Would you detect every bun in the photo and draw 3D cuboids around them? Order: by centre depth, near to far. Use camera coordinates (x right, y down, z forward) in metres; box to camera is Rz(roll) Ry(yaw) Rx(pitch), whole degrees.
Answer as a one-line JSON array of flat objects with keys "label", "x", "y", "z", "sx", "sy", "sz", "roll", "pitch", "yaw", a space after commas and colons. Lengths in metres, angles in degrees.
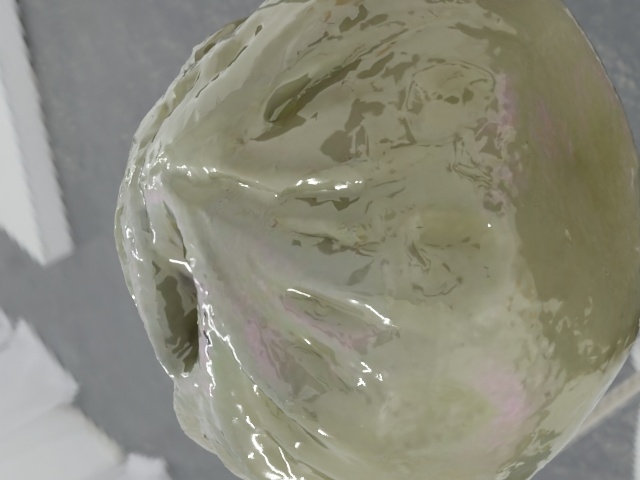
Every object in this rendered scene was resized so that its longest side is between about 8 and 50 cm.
[{"label": "bun", "x": 0.000, "y": 0.000, "z": 0.477, "sx": 0.193, "sy": 0.128, "sz": 0.178, "roll": 2, "pitch": 101, "yaw": 50}]
